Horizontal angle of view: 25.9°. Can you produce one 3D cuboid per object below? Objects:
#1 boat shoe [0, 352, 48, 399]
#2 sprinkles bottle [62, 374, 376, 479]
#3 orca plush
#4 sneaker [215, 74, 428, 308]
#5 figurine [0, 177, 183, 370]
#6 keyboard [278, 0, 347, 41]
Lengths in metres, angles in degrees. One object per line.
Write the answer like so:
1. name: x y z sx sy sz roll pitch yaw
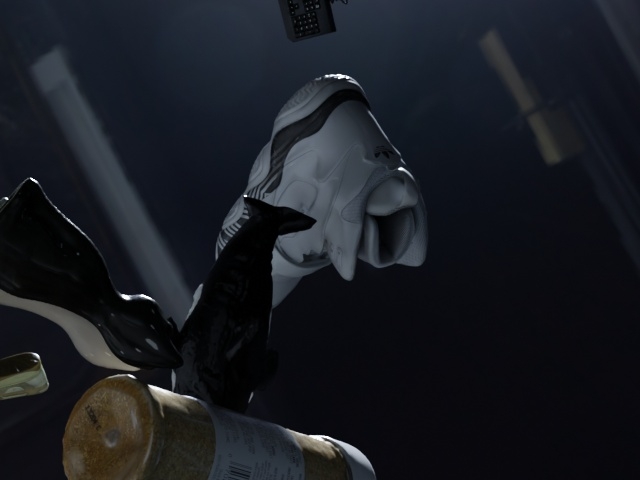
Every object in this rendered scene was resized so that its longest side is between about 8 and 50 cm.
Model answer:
1. boat shoe: -0.402 0.176 1.654 0.056 0.153 0.048 -115 -170 -57
2. sprinkles bottle: -0.088 0.227 1.376 0.121 0.121 0.355 38 7 41
3. orca plush: -0.072 0.091 1.513 0.151 0.287 0.102 41 -23 -26
4. sneaker: 0.000 0.000 1.676 0.210 0.137 0.366 52 -45 31
5. figurine: -0.234 0.053 1.299 0.209 0.092 0.215 41 -18 -13
6. keyboard: -0.025 -0.384 1.979 0.038 0.100 0.192 -35 112 -72
